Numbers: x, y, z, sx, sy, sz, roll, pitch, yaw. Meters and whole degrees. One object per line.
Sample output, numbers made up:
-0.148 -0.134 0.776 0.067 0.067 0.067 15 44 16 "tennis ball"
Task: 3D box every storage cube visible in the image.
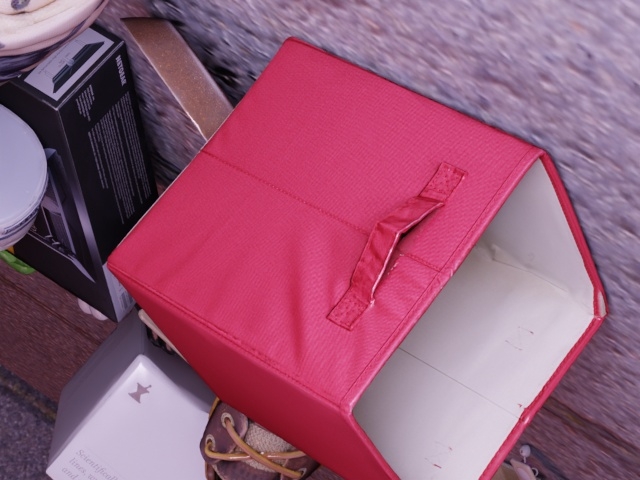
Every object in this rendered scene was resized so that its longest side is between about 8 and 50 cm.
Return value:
0.027 0.026 1.018 0.193 0.184 0.215 28 163 34 "storage cube"

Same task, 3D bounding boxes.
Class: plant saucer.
-0.071 -0.082 1.122 0.168 0.029 0.168 54 178 3 "plant saucer"

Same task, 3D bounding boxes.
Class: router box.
-0.251 -0.093 1.386 0.243 0.081 0.309 31 154 20 "router box"

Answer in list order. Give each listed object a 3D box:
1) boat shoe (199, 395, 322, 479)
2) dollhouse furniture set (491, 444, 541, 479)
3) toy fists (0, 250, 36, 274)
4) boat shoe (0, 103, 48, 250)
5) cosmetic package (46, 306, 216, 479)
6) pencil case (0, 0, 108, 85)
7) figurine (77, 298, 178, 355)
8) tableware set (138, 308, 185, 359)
-0.033 0.150 1.372 0.123 0.123 0.342 23 154 -8 "boat shoe"
0.155 0.213 1.509 0.114 0.091 0.081 18 141 58 "dollhouse furniture set"
-0.354 -0.060 1.778 0.142 0.096 0.279 25 160 33 "toy fists"
-0.365 -0.110 1.289 0.367 0.136 0.156 32 158 -2 "boat shoe"
-0.157 0.206 1.825 0.217 0.156 0.385 41 -177 -7 "cosmetic package"
-0.233 -0.173 1.021 0.410 0.159 0.184 -9 92 65 "pencil case"
-0.208 -0.013 1.636 0.215 0.092 0.209 19 148 49 "figurine"
-0.073 0.073 1.551 0.039 0.128 0.194 -22 126 33 "tableware set"
